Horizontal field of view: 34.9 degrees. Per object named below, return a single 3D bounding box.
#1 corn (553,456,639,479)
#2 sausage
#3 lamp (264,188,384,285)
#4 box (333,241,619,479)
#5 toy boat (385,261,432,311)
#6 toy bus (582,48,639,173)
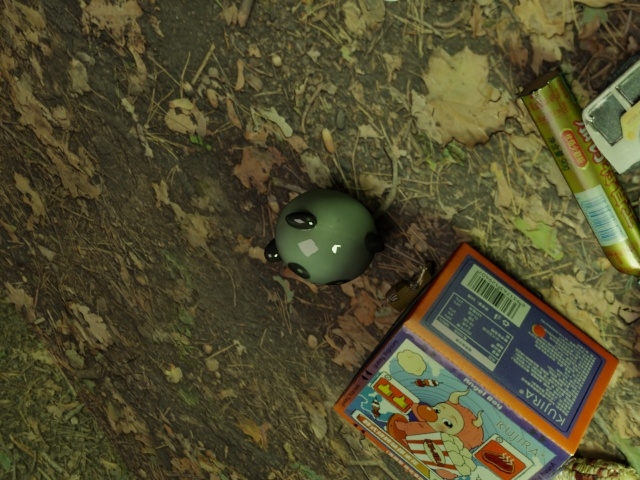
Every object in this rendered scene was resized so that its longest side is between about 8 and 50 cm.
[{"bbox_3d":[0.457,0.453,1.899,0.290,0.098,0.098,-10,111,46],"label":"corn"},{"bbox_3d":[0.417,-0.082,1.553,0.082,0.082,0.371,-20,105,48],"label":"sausage"},{"bbox_3d":[0.000,0.000,1.929,0.198,0.197,0.244,54,156,-3],"label":"lamp"},{"bbox_3d":[0.264,0.257,1.780,0.348,0.257,0.318,39,138,3],"label":"box"},{"bbox_3d":[0.171,0.088,1.929,0.049,0.047,0.149,47,140,5],"label":"toy boat"},{"bbox_3d":[0.495,-0.226,1.355,0.138,0.097,0.342,50,140,5],"label":"toy bus"}]
